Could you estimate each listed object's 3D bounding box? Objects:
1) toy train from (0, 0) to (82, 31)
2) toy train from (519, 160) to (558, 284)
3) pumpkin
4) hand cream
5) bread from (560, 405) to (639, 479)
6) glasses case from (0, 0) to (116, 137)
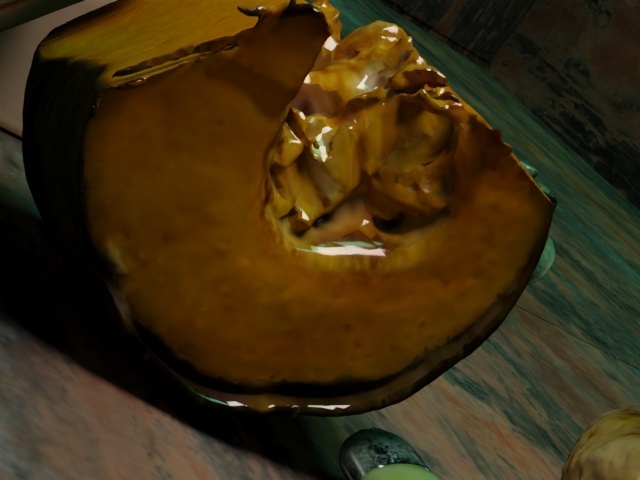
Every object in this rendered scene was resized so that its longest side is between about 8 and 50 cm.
[{"bbox_3d":[-0.219,-0.167,0.982,0.285,0.177,0.116,-32,97,-40],"label":"toy train"},{"bbox_3d":[0.066,-0.078,1.632,0.397,0.160,0.253,28,10,-32],"label":"toy train"},{"bbox_3d":[-0.033,-0.034,0.985,0.303,0.256,0.225,41,11,-23],"label":"pumpkin"},{"bbox_3d":[0.068,0.185,0.954,0.095,0.046,0.175,24,24,-46],"label":"hand cream"},{"bbox_3d":[0.268,0.221,1.154,0.244,0.134,0.244,33,11,-7],"label":"bread"},{"bbox_3d":[-0.271,-0.186,1.136,0.336,0.144,0.076,29,16,-35],"label":"glasses case"}]
